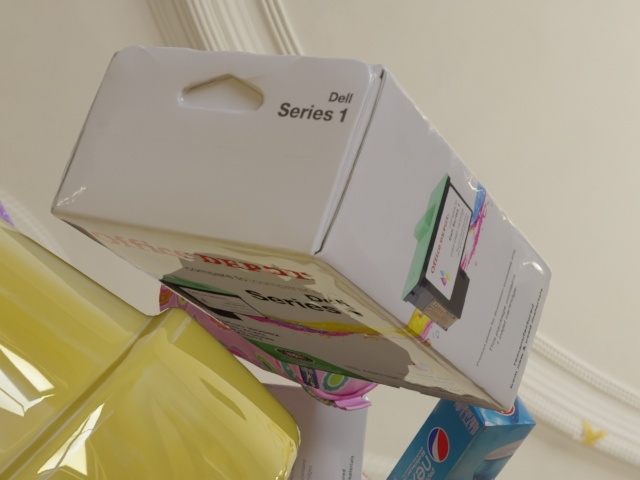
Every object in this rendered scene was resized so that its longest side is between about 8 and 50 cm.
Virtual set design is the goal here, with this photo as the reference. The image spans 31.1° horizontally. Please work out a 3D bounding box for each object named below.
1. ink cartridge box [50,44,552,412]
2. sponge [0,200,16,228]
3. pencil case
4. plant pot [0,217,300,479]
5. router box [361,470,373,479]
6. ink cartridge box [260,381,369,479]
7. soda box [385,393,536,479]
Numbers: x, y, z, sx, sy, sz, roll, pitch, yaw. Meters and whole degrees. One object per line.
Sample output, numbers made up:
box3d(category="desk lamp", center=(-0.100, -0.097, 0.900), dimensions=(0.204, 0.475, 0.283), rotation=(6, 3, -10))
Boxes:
box3d(category="ink cartridge box", center=(0.000, 0.000, 0.734), dimensions=(0.201, 0.117, 0.278), rotation=(9, -19, 34))
box3d(category="sponge", center=(-0.347, 0.046, 1.190), dimensions=(0.031, 0.117, 0.210), rotation=(-26, -86, 45))
box3d(category="pencil case", center=(-0.049, 0.082, 1.153), dimensions=(0.124, 0.284, 0.124), rotation=(-9, -74, -37))
box3d(category="plant pot", center=(-0.179, 0.087, 0.494), dimensions=(0.239, 0.254, 0.254), rotation=(46, -69, -4))
box3d(category="router box", center=(0.141, 0.487, 1.705), dimensions=(0.335, 0.301, 0.082), rotation=(41, -91, 5))
box3d(category="ink cartridge box", center=(-0.091, 0.256, 1.234), dimensions=(0.270, 0.197, 0.198), rotation=(6, -13, 4))
box3d(category="soda box", center=(0.134, 0.235, 1.197), dimensions=(0.071, 0.067, 0.210), rotation=(4, -50, -33))
